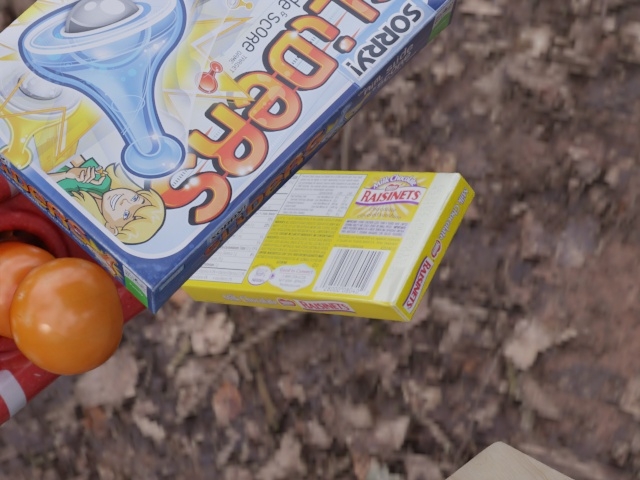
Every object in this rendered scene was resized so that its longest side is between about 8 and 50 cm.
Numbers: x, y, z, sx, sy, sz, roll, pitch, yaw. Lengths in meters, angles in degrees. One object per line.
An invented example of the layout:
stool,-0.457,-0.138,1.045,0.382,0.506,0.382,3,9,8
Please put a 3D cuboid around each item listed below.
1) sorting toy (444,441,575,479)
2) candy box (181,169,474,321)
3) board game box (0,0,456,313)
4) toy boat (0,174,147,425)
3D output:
sorting toy,0.110,0.289,1.299,0.255,0.257,0.089,-36,105,-11
candy box,0.000,0.000,1.144,0.206,0.027,0.105,4,55,45
board game box,-0.054,-0.084,0.772,0.136,0.035,0.201,41,73,11
toy boat,-0.154,0.026,0.893,0.231,0.151,0.151,-41,38,-24
